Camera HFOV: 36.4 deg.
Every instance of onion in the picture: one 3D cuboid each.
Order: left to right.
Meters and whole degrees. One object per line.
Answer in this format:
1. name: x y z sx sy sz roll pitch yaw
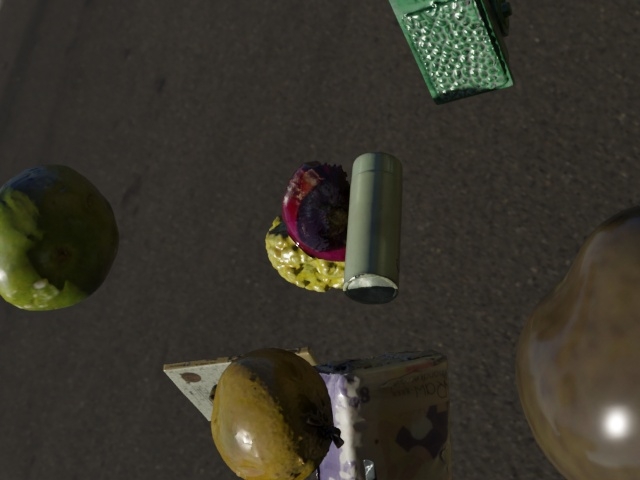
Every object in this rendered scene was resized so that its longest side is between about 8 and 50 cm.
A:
1. onion: 0.009 -0.036 1.568 0.135 0.173 0.198 -47 2 -5

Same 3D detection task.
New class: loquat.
1. loquat: -0.067 0.219 1.224 0.205 0.149 0.172 12 117 46

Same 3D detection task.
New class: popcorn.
1. popcorn: 0.002 0.001 1.878 0.169 0.218 0.189 109 166 -48

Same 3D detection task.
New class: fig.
1. fig: -0.452 -0.034 1.563 0.233 0.233 0.314 -53 47 21

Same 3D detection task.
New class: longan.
1. longan: 0.430 0.156 1.183 0.404 0.404 0.336 -37 -2 40

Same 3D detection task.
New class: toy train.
1. toy train: 0.212 -0.366 1.533 0.145 0.266 0.201 -13 40 24

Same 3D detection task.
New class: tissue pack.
1. tissue pack: 0.109 0.366 1.669 0.125 0.242 0.343 -3 91 55

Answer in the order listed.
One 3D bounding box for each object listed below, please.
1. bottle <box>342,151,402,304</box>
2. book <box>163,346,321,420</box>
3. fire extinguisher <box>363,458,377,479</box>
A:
1. bottle: 0.071 -0.019 1.275 0.072 0.072 0.201 -34 39 43
2. book: -0.130 0.292 1.954 0.311 0.217 0.021 -9 49 18
3. fire extinguisher: 0.047 0.416 1.211 0.105 0.105 0.268 -30 36 46
